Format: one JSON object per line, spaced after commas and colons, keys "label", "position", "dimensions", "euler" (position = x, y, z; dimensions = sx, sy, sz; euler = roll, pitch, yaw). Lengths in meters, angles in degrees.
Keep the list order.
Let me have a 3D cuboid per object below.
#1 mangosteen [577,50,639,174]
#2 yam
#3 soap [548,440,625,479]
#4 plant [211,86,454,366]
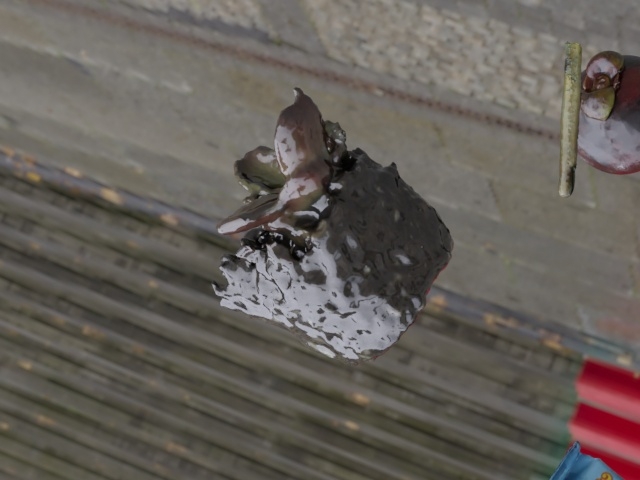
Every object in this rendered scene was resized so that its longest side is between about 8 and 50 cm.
{"label": "mangosteen", "position": [0.358, -0.156, 1.594], "dimensions": [0.153, 0.152, 0.152], "euler": [21, 167, 5]}
{"label": "yam", "position": [0.171, -0.083, 0.904], "dimensions": [0.014, 0.107, 0.014], "euler": [3, -178, 0]}
{"label": "soap", "position": [0.352, 0.377, 1.520], "dimensions": [0.293, 0.156, 0.077], "euler": [42, 165, -2]}
{"label": "plant", "position": [0.000, 0.000, 1.252], "dimensions": [0.234, 0.178, 0.204], "euler": [37, 155, -13]}
